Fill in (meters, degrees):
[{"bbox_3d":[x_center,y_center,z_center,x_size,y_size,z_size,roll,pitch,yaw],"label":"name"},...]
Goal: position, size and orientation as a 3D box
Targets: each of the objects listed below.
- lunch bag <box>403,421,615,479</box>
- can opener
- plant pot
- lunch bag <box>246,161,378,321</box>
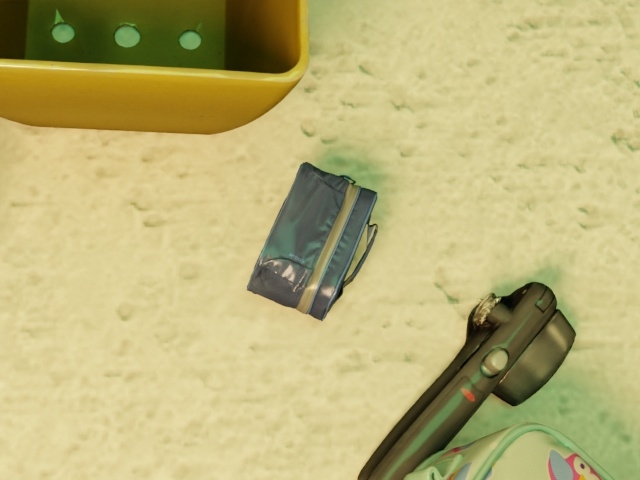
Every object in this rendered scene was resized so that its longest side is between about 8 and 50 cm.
[{"bbox_3d":[0.101,0.250,0.664,0.224,0.108,0.279,42,55,-3],"label":"lunch bag"},{"bbox_3d":[0.093,0.099,0.768,0.073,0.059,0.186,45,73,5],"label":"can opener"},{"bbox_3d":[-0.125,-0.167,0.744,0.212,0.187,0.212,2,74,-8],"label":"plant pot"},{"bbox_3d":[0.000,0.000,0.778,0.065,0.067,0.098,25,72,-1],"label":"lunch bag"}]
